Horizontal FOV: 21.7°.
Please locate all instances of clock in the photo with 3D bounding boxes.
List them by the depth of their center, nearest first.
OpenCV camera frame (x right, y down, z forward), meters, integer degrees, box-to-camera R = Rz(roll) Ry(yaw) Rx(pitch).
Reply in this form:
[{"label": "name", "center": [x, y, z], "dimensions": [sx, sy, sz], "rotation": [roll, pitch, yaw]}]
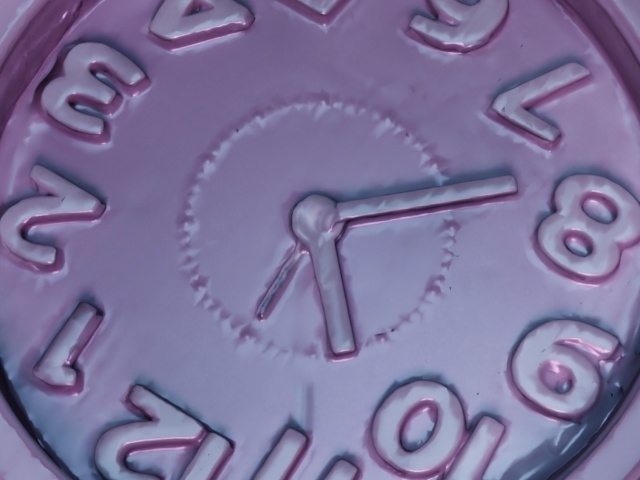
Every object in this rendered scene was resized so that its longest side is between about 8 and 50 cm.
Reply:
[{"label": "clock", "center": [0.000, 0.000, 0.420], "dimensions": [0.196, 0.068, 0.197], "rotation": [-1, 73, 3]}]
